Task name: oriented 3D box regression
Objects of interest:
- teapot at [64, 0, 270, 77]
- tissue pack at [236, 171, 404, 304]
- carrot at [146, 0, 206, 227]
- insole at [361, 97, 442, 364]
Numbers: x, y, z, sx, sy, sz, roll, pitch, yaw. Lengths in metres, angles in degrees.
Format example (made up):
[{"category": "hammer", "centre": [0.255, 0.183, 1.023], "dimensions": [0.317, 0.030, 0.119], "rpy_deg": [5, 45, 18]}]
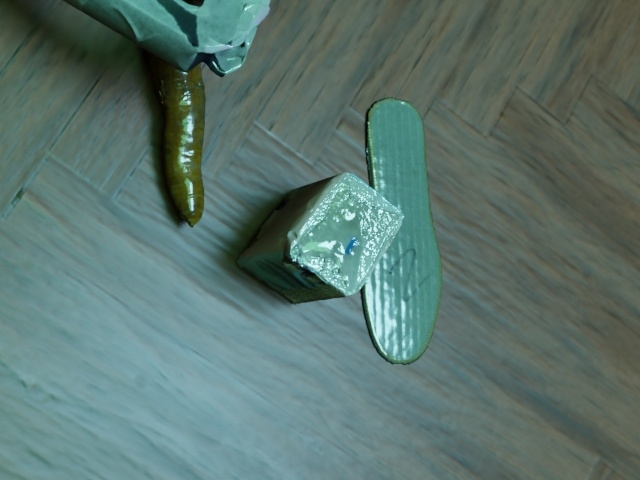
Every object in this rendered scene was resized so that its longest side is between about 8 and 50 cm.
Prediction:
[{"category": "teapot", "centre": [-0.088, -0.219, 0.732], "dimensions": [0.178, 0.163, 0.222], "rpy_deg": [20, 92, -4]}, {"category": "tissue pack", "centre": [0.000, 0.000, 0.760], "dimensions": [0.059, 0.094, 0.074], "rpy_deg": [40, 71, -14]}, {"category": "carrot", "centre": [-0.090, -0.090, 0.769], "dimensions": [0.035, 0.035, 0.165], "rpy_deg": [-7, 88, -24]}, {"category": "insole", "centre": [0.056, -0.008, 0.834], "dimensions": [0.064, 0.004, 0.188], "rpy_deg": [1, 82, -24]}]
